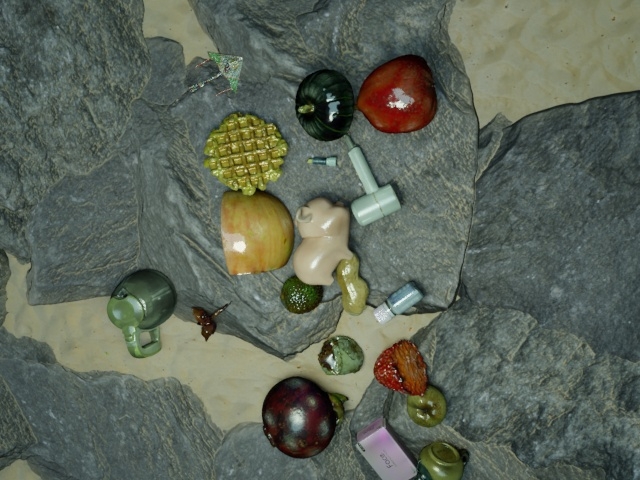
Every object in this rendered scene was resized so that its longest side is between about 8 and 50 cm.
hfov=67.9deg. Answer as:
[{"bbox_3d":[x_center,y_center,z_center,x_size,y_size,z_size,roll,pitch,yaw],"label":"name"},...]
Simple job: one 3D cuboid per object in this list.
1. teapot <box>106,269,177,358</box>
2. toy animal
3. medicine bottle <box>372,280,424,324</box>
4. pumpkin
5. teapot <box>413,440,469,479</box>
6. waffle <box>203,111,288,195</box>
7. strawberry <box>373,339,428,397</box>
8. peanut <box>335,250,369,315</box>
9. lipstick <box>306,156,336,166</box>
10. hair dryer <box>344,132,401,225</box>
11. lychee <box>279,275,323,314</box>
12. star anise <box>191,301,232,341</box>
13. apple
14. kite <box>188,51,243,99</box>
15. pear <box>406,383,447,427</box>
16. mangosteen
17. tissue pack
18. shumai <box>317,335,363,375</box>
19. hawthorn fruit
[{"bbox_3d":[-0.733,0.291,1.878,0.240,0.239,0.321,19,101,4],"label":"teapot"},{"bbox_3d":[0.000,0.000,1.764,0.269,0.237,0.326,35,86,-2],"label":"toy animal"},{"bbox_3d":[0.300,0.245,1.849,0.203,0.083,0.083,-37,94,8],"label":"medicine bottle"},{"bbox_3d":[0.009,-0.475,1.685,0.250,0.216,0.249,25,126,40],"label":"pumpkin"},{"bbox_3d":[0.485,0.913,1.897,0.270,0.173,0.182,0,110,-30],"label":"teapot"},{"bbox_3d":[-0.274,-0.329,1.778,0.325,0.068,0.302,32,78,6],"label":"waffle"},{"bbox_3d":[0.297,0.519,1.847,0.178,0.234,0.234,-35,94,36],"label":"strawberry"},{"bbox_3d":[0.119,0.165,1.849,0.117,0.101,0.263,-18,95,-17],"label":"peanut"},{"bbox_3d":[0.003,-0.304,1.820,0.116,0.037,0.037,5,99,9],"label":"lipstick"},{"bbox_3d":[0.156,-0.246,1.795,0.173,0.107,0.357,-25,87,8],"label":"hair dryer"},{"bbox_3d":[-0.070,0.208,1.850,0.171,0.171,0.171,1,99,5],"label":"lychee"},{"bbox_3d":[-0.440,0.318,1.953,0.140,0.144,0.158,-28,88,54],"label":"star anise"},{"bbox_3d":[-0.258,-0.039,1.806,0.314,0.252,0.308,-9,101,-38],"label":"apple"},{"bbox_3d":[-0.394,-0.628,1.821,0.244,0.006,0.198,-30,95,9],"label":"kite"},{"bbox_3d":[0.417,0.653,1.874,0.167,0.136,0.167,1,98,10],"label":"pear"},{"bbox_3d":[-0.057,0.667,1.859,0.360,0.306,0.306,-31,95,-22],"label":"mangosteen"},{"bbox_3d":[0.274,0.867,1.943,0.149,0.092,0.246,-37,93,8],"label":"tissue pack"},{"bbox_3d":[0.079,0.470,1.877,0.184,0.142,0.184,1,99,9],"label":"shumai"},{"bbox_3d":[0.252,-0.496,1.663,0.307,0.265,0.265,-9,98,15],"label":"hawthorn fruit"}]
